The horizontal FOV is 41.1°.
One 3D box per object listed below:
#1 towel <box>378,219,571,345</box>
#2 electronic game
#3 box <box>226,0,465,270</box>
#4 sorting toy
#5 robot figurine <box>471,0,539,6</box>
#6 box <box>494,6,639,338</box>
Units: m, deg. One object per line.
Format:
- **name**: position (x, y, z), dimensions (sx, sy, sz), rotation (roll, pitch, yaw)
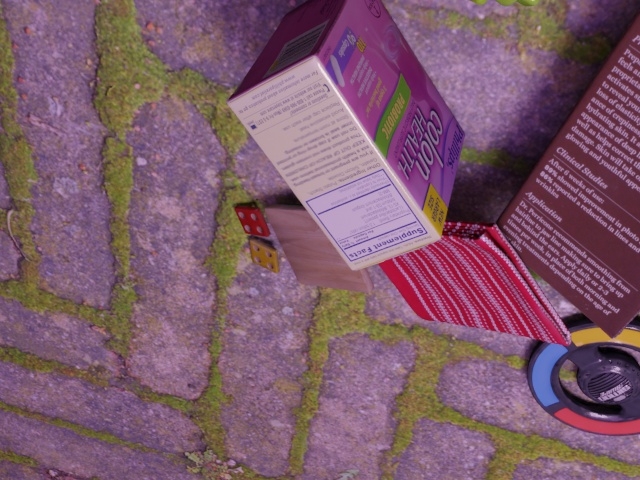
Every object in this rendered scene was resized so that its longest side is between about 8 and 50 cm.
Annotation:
- **towel**: position (0.170, 0.050, 1.091), dimensions (0.199, 0.031, 0.275), rotation (51, 158, -23)
- **electronic game**: position (0.409, 0.196, 1.207), dimensions (0.229, 0.048, 0.229), rotation (9, 129, 11)
- **box**: position (0.042, -0.133, 0.951), dimensions (0.117, 0.213, 0.243), rotation (-21, 118, 31)
- **sorting toy**: position (0.000, 0.000, 1.165), dimensions (0.274, 0.046, 0.132), rotation (5, 130, 42)
- **robot figurine**: position (0.183, -0.288, 0.877), dimensions (0.115, 0.067, 0.101), rotation (35, 102, -11)
- **box**: position (0.360, -0.099, 0.889), dimensions (0.191, 0.143, 0.381), rotation (43, 135, 18)
